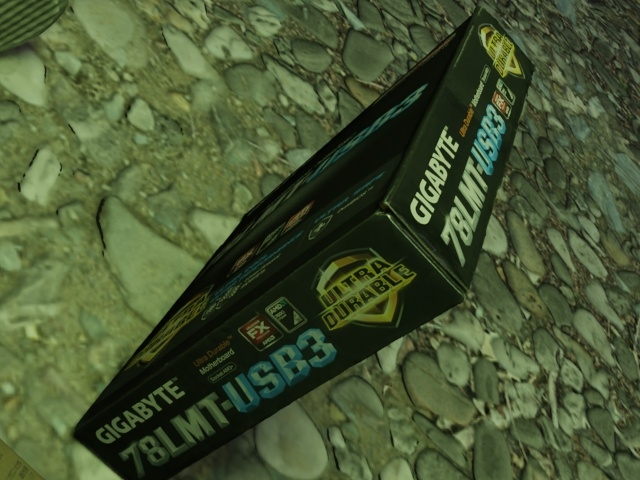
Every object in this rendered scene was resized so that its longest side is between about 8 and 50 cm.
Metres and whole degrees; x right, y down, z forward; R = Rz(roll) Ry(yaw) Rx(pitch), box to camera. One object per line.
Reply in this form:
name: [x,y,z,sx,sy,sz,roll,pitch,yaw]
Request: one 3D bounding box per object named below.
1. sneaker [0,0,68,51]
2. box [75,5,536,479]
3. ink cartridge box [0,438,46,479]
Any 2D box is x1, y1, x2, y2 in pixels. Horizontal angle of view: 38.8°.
sneaker: [-0.320,-0.192,0.593,0.321,0.126,0.128,-16,76,-50]
box: [0.000,0.000,0.622,0.073,0.295,0.293,44,37,-12]
ink cartridge box: [-0.206,0.107,0.370,0.193,0.088,0.234,45,-8,-6]
